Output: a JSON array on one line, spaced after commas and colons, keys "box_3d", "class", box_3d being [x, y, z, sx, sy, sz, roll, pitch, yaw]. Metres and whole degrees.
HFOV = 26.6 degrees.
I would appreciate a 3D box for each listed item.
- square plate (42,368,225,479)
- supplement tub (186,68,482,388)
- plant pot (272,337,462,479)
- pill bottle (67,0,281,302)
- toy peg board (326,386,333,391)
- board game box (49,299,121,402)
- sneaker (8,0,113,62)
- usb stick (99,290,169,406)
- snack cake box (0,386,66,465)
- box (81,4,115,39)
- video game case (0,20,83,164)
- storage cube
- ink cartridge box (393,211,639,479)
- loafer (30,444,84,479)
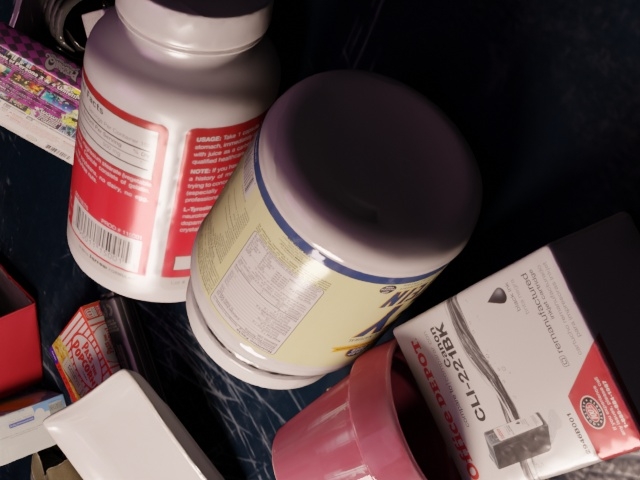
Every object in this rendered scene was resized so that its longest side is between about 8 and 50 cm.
[{"box_3d": [-0.249, 0.362, 2.056, 0.344, 0.049, 0.347, 52, 144, -3], "class": "square plate"}, {"box_3d": [0.000, 0.000, 1.431, 0.235, 0.235, 0.325, 59, 144, 17], "class": "supplement tub"}, {"box_3d": [0.056, 0.224, 1.444, 0.180, 0.201, 0.201, -26, 84, 27], "class": "plant pot"}, {"box_3d": [-0.173, -0.141, 1.610, 0.229, 0.229, 0.407, 46, 139, 32], "class": "pill bottle"}, {"box_3d": [0.066, 0.281, 1.638, 0.160, 0.079, 0.161, -125, 35, -49], "class": "toy peg board"}, {"box_3d": [-0.371, 0.201, 2.217, 0.146, 0.045, 0.193, 62, 145, 13], "class": "board game box"}, {"box_3d": [-0.376, -0.271, 1.938, 0.147, 0.105, 0.295, 50, 137, 35], "class": "sneaker"}, {"box_3d": [-0.278, 0.209, 2.093, 0.077, 0.045, 0.278, -17, 92, 62], "class": "usb stick"}, {"box_3d": [-0.583, 0.329, 2.482, 0.264, 0.152, 0.089, 2, 107, 54], "class": "snack cake box"}, {"box_3d": [-0.248, -0.160, 1.852, 0.067, 0.063, 0.324, -2, 104, 53], "class": "box"}, {"box_3d": [-0.402, -0.205, 1.938, 0.232, 0.041, 0.210, 29, 151, -18], "class": "video game case"}, {"box_3d": [-0.627, 0.169, 2.417, 0.184, 0.215, 0.193, 39, 141, 37], "class": "storage cube"}, {"box_3d": [0.215, 0.118, 1.296, 0.273, 0.114, 0.197, -36, 77, 56], "class": "ink cartridge box"}, {"box_3d": [-0.449, 0.432, 2.396, 0.251, 0.094, 0.087, 27, 131, 46], "class": "loafer"}]
